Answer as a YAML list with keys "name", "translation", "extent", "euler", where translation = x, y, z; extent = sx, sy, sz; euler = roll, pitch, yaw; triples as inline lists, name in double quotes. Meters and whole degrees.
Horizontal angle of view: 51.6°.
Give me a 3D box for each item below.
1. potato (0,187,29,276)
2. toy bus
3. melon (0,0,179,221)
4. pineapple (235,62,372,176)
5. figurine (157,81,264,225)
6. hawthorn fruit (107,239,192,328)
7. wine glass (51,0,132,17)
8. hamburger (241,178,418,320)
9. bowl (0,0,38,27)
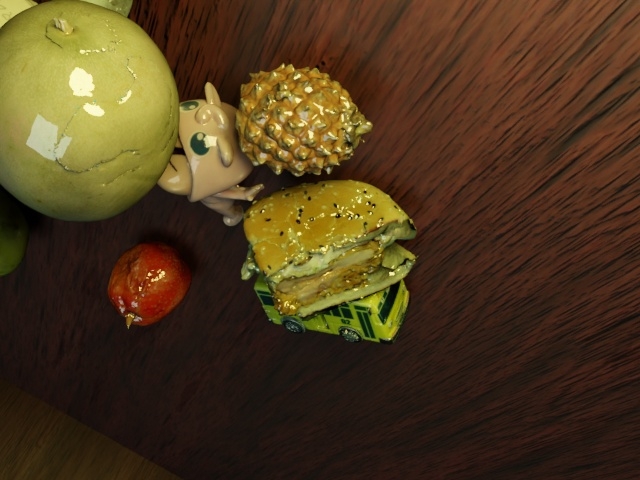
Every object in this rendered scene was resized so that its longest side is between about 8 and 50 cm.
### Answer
- name: "potato"
  translation: [-0.802, -0.049, 1.508]
  extent: [0.215, 0.216, 0.304]
  euler: [-15, 116, 42]
- name: "toy bus"
  translation: [0.023, 0.095, 1.232]
  extent: [0.261, 0.128, 0.150]
  euler: [6, 139, 27]
- name: "melon"
  translation: [-0.322, -0.171, 0.879]
  extent: [0.268, 0.269, 0.330]
  euler: [29, 154, -2]
- name: "pineapple"
  translation: [-0.018, -0.165, 0.920]
  extent: [0.192, 0.166, 0.166]
  euler: [7, 139, 20]
- name: "figurine"
  translation: [-0.199, -0.114, 1.087]
  extent: [0.287, 0.186, 0.176]
  euler: [124, 127, -69]
- name: "hawthorn fruit"
  translation: [-0.374, 0.087, 1.432]
  extent: [0.173, 0.179, 0.174]
  euler: [48, 159, 25]
- name: "wine glass"
  translation: [-0.325, -0.410, 0.878]
  extent: [0.309, 0.096, 0.264]
  euler: [-14, 122, 43]
- name: "hamburger"
  translation: [0.000, 0.000, 1.080]
  extent: [0.168, 0.287, 0.192]
  euler: [86, 158, -54]
- name: "bowl"
  translation: [-0.491, -0.299, 1.051]
  extent: [0.237, 0.126, 0.238]
  euler: [25, 139, 25]
